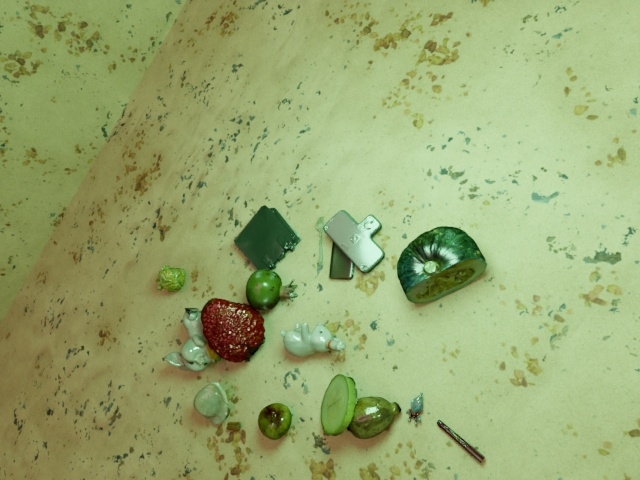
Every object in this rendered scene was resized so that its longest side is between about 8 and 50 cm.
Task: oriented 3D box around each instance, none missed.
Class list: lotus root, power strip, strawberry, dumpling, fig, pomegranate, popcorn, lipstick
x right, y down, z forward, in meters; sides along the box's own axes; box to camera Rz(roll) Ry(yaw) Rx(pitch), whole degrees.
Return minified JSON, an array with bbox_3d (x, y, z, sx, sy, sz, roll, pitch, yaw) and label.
[{"bbox_3d":[0.186,0.631,1.527,0.214,0.138,0.139,-27,66,9],"label":"lotus root"},{"bbox_3d":[0.159,-0.019,1.704,0.193,0.059,0.265,-43,73,4],"label":"power strip"},{"bbox_3d":[-0.382,0.385,1.820,0.261,0.257,0.261,-12,68,31],"label":"strawberry"},{"bbox_3d":[-0.475,0.725,1.873,0.166,0.126,0.216,38,95,14],"label":"dumpling"},{"bbox_3d":[-0.186,0.727,1.706,0.153,0.121,0.136,-21,29,43],"label":"fig"},{"bbox_3d":[-0.211,0.215,1.822,0.224,0.181,0.182,6,81,9],"label":"pomegranate"},{"bbox_3d":[-0.758,0.198,2.145,0.162,0.142,0.135,-26,56,-22],"label":"popcorn"},{"bbox_3d":[0.465,0.669,1.415,0.176,0.027,0.027,35,96,32],"label":"lipstick"}]

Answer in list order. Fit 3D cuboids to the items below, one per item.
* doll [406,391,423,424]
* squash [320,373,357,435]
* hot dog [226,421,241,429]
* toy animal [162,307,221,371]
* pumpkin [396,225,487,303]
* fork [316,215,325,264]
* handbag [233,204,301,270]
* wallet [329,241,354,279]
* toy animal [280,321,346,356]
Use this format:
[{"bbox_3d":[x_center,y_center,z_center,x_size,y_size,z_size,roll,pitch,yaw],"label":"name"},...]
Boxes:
[{"bbox_3d":[0.338,0.590,1.497,0.057,0.039,0.114,-150,74,-73],"label":"doll"},{"bbox_3d":[0.061,0.611,1.571,0.219,0.041,0.219,-53,21,30],"label":"squash"},{"bbox_3d":[-0.377,0.813,1.853,0.083,0.021,0.037,-10,53,30],"label":"hot dog"},{"bbox_3d":[-0.572,0.470,1.957,0.247,0.182,0.310,7,87,35],"label":"toy animal"},{"bbox_3d":[0.394,0.064,1.464,0.292,0.263,0.197,-31,59,19],"label":"pumpkin"},{"bbox_3d":[-0.003,-0.001,1.831,0.034,0.028,0.220,-3,77,25],"label":"fork"},{"bbox_3d":[-0.246,0.000,1.938,0.247,0.079,0.260,-48,63,13],"label":"handbag"},{"bbox_3d":[0.094,0.062,1.761,0.110,0.031,0.198,1,78,29],"label":"wallet"},{"bbox_3d":[-0.016,0.386,1.688,0.282,0.140,0.139,-16,80,29],"label":"toy animal"}]
